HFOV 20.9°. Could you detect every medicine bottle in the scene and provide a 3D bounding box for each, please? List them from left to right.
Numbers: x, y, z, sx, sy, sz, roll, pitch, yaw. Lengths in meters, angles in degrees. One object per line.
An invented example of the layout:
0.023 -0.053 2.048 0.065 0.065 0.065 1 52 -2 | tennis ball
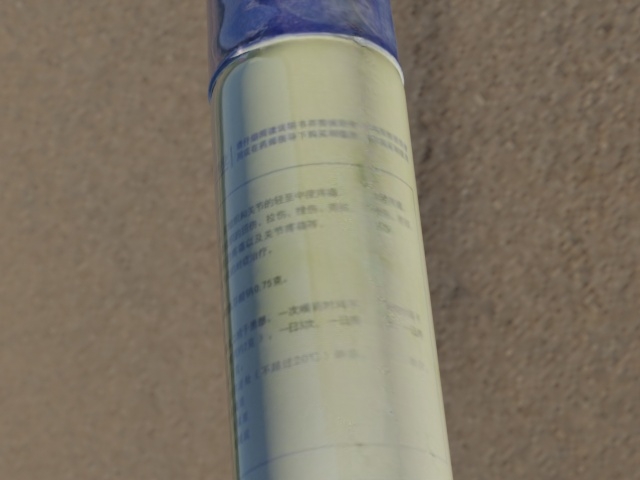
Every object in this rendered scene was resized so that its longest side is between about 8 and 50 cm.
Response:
0.000 0.000 0.488 0.059 0.059 0.231 124 147 -55 | medicine bottle
